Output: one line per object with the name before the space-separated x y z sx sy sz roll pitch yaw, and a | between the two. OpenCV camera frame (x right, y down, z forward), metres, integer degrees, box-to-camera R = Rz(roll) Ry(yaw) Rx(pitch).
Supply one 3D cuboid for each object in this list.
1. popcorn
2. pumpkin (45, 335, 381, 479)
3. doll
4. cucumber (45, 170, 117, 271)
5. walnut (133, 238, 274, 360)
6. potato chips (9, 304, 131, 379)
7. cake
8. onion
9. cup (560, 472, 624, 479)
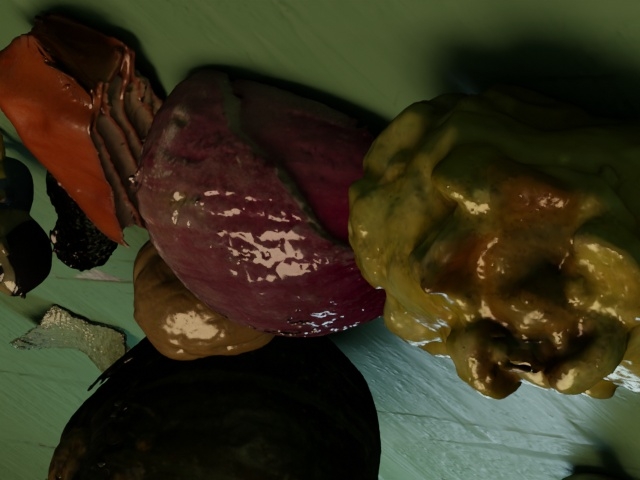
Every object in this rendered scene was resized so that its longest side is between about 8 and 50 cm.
popcorn | 0.152 0.004 1.172 0.286 0.215 0.252 12 178 24
pumpkin | -0.124 0.285 1.828 0.344 0.454 0.454 20 161 -10
doll | -0.331 -0.022 1.769 0.089 0.179 0.102 -16 165 -15
cucumber | -0.232 -0.033 1.708 0.303 0.081 0.072 124 127 -75
walnut | -0.101 0.041 1.631 0.166 0.166 0.149 7 126 42
potato chips | -0.332 0.149 2.331 0.228 0.059 0.167 22 154 28
cake | -0.199 -0.096 1.522 0.135 0.098 0.287 16 152 24
onion | 0.000 0.000 1.415 0.348 0.159 0.267 11 157 39
cup | 0.275 0.351 1.854 0.255 0.202 0.173 40 156 -33
